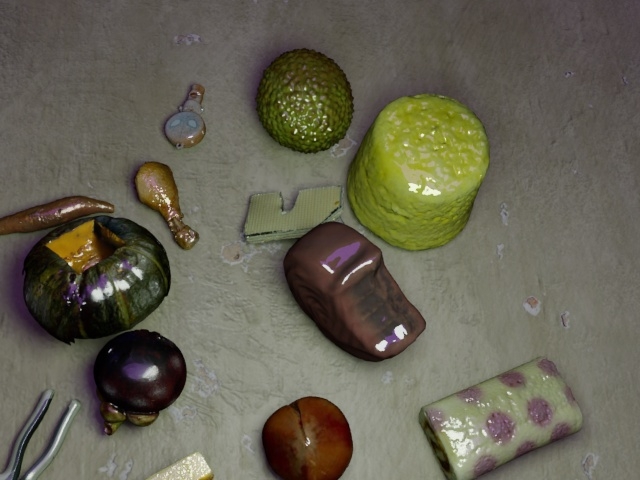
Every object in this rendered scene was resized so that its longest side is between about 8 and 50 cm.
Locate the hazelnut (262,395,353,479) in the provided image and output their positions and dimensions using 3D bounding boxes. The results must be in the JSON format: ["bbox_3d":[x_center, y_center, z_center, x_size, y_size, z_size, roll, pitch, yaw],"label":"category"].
[{"bbox_3d":[-0.026,0.422,1.338,0.208,0.208,0.208,3,65,-7],"label":"hazelnut"}]

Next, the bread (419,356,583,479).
[{"bbox_3d":[0.404,0.403,1.440,0.338,0.155,0.187,-17,65,-15],"label":"bread"}]

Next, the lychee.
[{"bbox_3d":[-0.040,-0.364,1.667,0.270,0.270,0.320,-20,35,-17],"label":"lychee"}]

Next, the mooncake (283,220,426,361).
[{"bbox_3d":[0.071,0.130,1.423,0.174,0.326,0.334,-39,55,-19],"label":"mooncake"}]

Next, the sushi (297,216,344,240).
[{"bbox_3d":[0.000,0.000,1.603,0.090,0.078,0.150,34,66,14],"label":"sushi"}]

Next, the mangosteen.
[{"bbox_3d":[-0.391,0.306,1.358,0.194,0.194,0.230,18,89,-1],"label":"mangosteen"}]

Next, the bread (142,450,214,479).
[{"bbox_3d":[-0.310,0.504,1.298,0.188,0.125,0.068,-25,70,-19],"label":"bread"}]

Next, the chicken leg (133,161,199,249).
[{"bbox_3d":[-0.380,-0.089,1.584,0.107,0.087,0.251,-32,80,-9],"label":"chicken leg"}]

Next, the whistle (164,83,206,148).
[{"bbox_3d":[-0.352,-0.328,1.713,0.107,0.057,0.220,3,60,8],"label":"whistle"}]

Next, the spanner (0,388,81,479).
[{"bbox_3d":[-0.608,0.470,1.315,0.096,0.040,0.325,21,63,2],"label":"spanner"}]

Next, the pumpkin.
[{"bbox_3d":[-0.493,0.076,1.404,0.320,0.192,0.320,-1,39,1],"label":"pumpkin"}]

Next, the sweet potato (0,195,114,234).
[{"bbox_3d":[-0.659,-0.059,1.532,0.314,0.072,0.066,-17,84,-18],"label":"sweet potato"}]

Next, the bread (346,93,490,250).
[{"bbox_3d":[0.251,-0.171,1.593,0.348,0.308,0.348,3,69,-8],"label":"bread"}]

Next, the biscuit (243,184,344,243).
[{"bbox_3d":[-0.064,-0.068,1.590,0.250,0.046,0.147,-7,48,10],"label":"biscuit"}]
